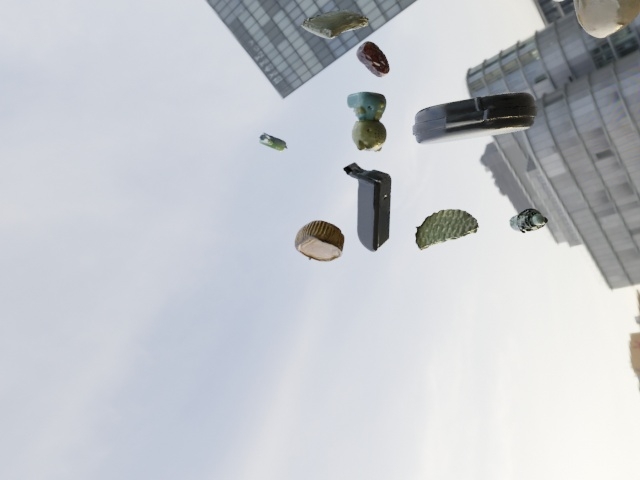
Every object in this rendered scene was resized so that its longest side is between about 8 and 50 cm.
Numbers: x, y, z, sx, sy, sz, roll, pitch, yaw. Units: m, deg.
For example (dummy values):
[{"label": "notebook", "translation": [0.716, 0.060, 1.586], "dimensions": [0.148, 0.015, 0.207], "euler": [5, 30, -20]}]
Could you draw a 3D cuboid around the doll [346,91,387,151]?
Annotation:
[{"label": "doll", "translation": [0.222, -0.536, 2.121], "dimensions": [0.177, 0.162, 0.260], "euler": [-5, -82, -48]}]

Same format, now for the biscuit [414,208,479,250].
[{"label": "biscuit", "translation": [0.539, -0.062, 2.022], "dimensions": [0.036, 0.274, 0.187], "euler": [55, -156, -43]}]

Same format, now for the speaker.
[{"label": "speaker", "translation": [0.219, -0.160, 2.177], "dimensions": [0.180, 0.184, 0.387], "euler": [-34, -52, -55]}]

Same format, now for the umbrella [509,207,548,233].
[{"label": "umbrella", "translation": [0.511, -0.046, 1.147], "dimensions": [0.067, 0.143, 0.062], "euler": [13, -92, 0]}]

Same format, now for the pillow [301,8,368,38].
[{"label": "pillow", "translation": [0.047, -0.644, 1.373], "dimensions": [0.208, 0.119, 0.053], "euler": [-37, -37, -37]}]

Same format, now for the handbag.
[{"label": "handbag", "translation": [0.389, -0.313, 1.196], "dimensions": [0.254, 0.308, 0.092], "euler": [-19, -76, -61]}]

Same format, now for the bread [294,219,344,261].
[{"label": "bread", "translation": [-0.001, 0.000, 1.810], "dimensions": [0.199, 0.199, 0.104], "euler": [35, -124, -32]}]

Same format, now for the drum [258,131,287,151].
[{"label": "drum", "translation": [-0.225, -0.416, 1.906], "dimensions": [0.049, 0.130, 0.253], "euler": [-68, -18, 8]}]

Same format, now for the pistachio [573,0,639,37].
[{"label": "pistachio", "translation": [0.551, -0.501, 0.871], "dimensions": [0.153, 0.126, 0.223], "euler": [-6, -68, -14]}]

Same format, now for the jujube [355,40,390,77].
[{"label": "jujube", "translation": [0.178, -0.601, 1.547], "dimensions": [0.129, 0.077, 0.077], "euler": [43, -133, -16]}]
